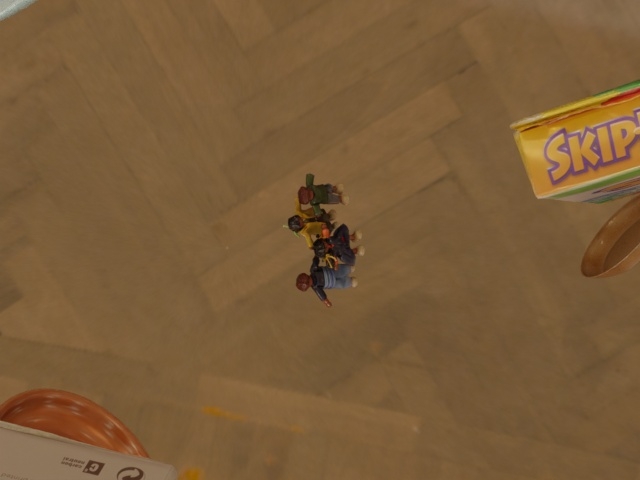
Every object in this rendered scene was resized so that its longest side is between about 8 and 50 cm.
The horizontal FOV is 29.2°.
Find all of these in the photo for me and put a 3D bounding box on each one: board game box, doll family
[{"bbox_3d":[0.159,-0.048,0.511,0.124,0.259,0.039,-18,83,18],"label":"board game box"},{"bbox_3d":[0.000,0.000,1.818,0.076,0.111,0.193,-31,74,36],"label":"doll family"}]

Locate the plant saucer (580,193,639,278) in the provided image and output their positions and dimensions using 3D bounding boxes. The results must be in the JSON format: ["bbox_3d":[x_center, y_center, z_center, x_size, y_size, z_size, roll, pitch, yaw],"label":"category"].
[{"bbox_3d":[0.222,-0.001,0.885,0.015,0.083,0.083,40,87,-10],"label":"plant saucer"}]

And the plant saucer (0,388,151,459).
[{"bbox_3d":[-0.230,0.229,1.125,0.037,0.200,0.200,-40,93,29],"label":"plant saucer"}]

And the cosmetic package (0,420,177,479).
[{"bbox_3d":[-0.213,0.307,0.698,0.156,0.385,0.217,12,118,10],"label":"cosmetic package"}]

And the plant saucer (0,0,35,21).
[{"bbox_3d":[-0.168,-0.131,0.462,0.195,0.195,0.037,-22,75,-4],"label":"plant saucer"}]
